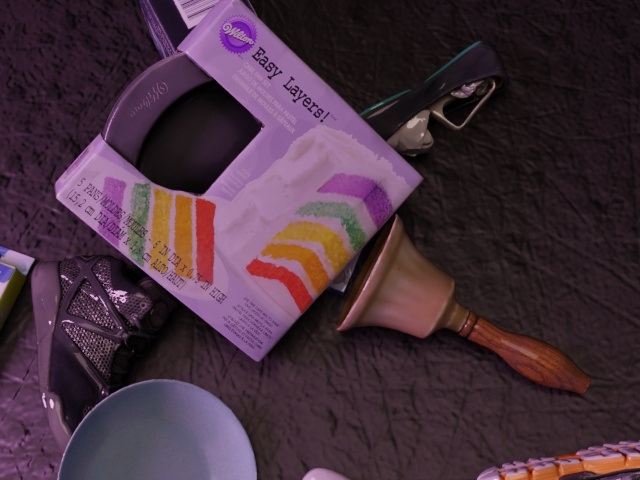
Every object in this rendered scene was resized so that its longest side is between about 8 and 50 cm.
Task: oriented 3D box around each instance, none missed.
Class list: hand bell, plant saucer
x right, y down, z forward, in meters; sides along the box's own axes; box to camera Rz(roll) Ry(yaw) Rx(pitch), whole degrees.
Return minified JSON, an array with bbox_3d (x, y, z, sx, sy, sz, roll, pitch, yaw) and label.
[{"bbox_3d":[0.151,0.083,1.054,0.242,0.126,0.126,26,74,-2],"label":"hand bell"},{"bbox_3d":[-0.153,0.226,1.008,0.195,0.037,0.195,5,80,-30],"label":"plant saucer"}]

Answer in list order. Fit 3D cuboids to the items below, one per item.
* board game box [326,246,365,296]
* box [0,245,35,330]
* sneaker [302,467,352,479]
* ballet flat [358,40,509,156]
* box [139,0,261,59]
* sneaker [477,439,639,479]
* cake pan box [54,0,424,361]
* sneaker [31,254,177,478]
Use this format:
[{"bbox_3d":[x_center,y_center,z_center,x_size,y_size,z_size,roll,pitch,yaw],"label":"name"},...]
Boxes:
[{"bbox_3d":[0.000,0.000,1.118,0.090,0.020,0.090,21,73,9],"label":"board game box"},{"bbox_3d":[-0.376,0.075,1.098,0.109,0.042,0.178,20,74,9],"label":"box"},{"bbox_3d":[0.039,0.268,1.003,0.053,0.061,0.152,-40,72,-9],"label":"sneaker"},{"bbox_3d":[0.112,-0.133,1.135,0.203,0.074,0.074,-32,73,-11],"label":"ballet flat"},{"bbox_3d":[-0.118,-0.209,1.122,0.093,0.158,0.156,-26,71,-7],"label":"box"},{"bbox_3d":[0.255,0.234,1.001,0.215,0.084,0.083,-11,84,3],"label":"sneaker"},{"bbox_3d":[-0.077,-0.059,1.024,0.267,0.070,0.246,43,89,-20],"label":"cake pan box"},{"bbox_3d":[-0.201,0.115,1.052,0.130,0.087,0.227,-13,65,5],"label":"sneaker"}]
